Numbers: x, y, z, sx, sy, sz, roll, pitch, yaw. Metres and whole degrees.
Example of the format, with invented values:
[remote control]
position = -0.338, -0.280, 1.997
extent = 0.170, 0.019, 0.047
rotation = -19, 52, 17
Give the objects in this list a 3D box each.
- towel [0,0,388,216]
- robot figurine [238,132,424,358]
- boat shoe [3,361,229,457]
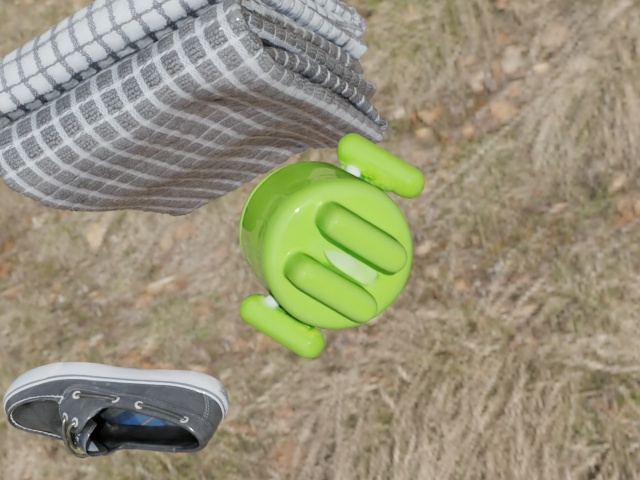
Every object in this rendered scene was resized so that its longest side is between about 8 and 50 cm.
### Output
[towel]
position = -0.095, -0.108, 0.884
extent = 0.235, 0.121, 0.284
rotation = -27, -15, 21
[robot figurine]
position = 0.000, 0.000, 0.501
extent = 0.101, 0.067, 0.115
rotation = -61, 18, 2
[boat shoe]
position = -0.199, 0.167, 1.029
extent = 0.228, 0.080, 0.076
rotation = 1, 37, 14
